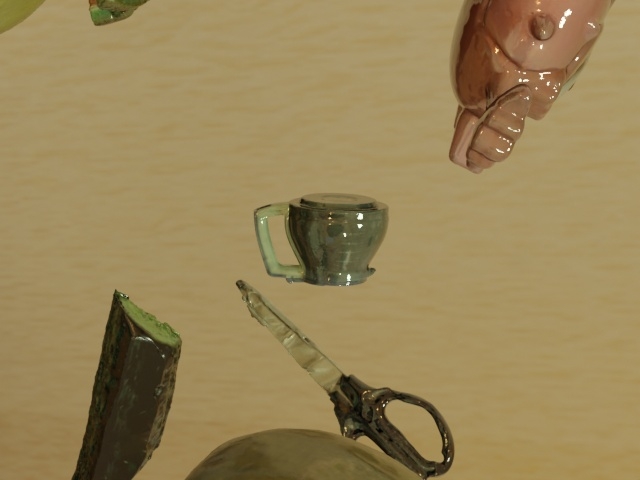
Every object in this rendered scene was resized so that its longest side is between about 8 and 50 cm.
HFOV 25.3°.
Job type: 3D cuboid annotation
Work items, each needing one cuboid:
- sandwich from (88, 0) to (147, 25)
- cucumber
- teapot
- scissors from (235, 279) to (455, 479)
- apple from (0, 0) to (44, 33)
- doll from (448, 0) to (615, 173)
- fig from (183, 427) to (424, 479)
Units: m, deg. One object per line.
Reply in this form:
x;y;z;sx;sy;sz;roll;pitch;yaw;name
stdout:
-0.110;-0.179;0.800;0.067;0.029;0.135;39;46;-62;sandwich
-0.164;0.149;1.227;0.046;0.070;0.220;-107;-150;-59;cucumber
0.000;0.000;0.921;0.066;0.088;0.057;-122;-147;-79;teapot
0.011;0.135;1.407;0.109;0.300;0.022;-50;155;11;scissors
-0.389;-0.346;1.469;0.292;0.292;0.254;29;79;-61;apple
0.140;-0.147;0.933;0.211;0.093;0.262;-59;-173;44;doll
0.021;0.155;0.615;0.126;0.185;0.132;76;25;-80;fig
